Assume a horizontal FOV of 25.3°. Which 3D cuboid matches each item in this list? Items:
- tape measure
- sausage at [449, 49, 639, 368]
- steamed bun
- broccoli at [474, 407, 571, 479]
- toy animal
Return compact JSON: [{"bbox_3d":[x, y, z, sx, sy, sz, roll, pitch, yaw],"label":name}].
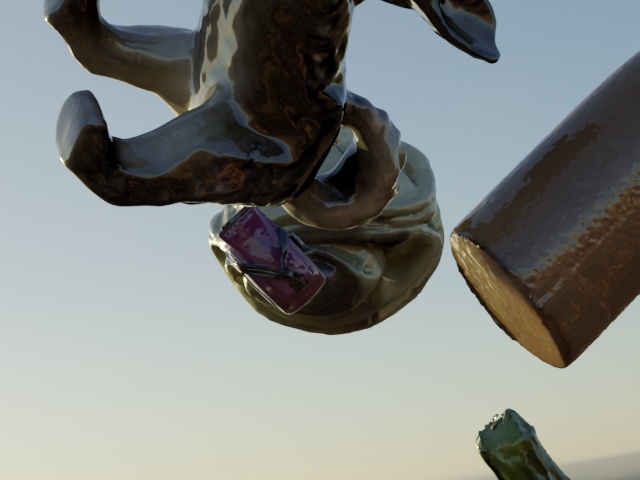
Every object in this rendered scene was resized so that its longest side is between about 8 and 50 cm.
[{"bbox_3d":[-0.051,0.020,1.547,0.074,0.118,0.125,-44,-4,-2],"label":"tape measure"},{"bbox_3d":[0.211,-0.041,0.979,0.253,0.123,0.123,-43,-5,-10],"label":"sausage"},{"bbox_3d":[0.000,0.000,1.964,0.346,0.237,0.394,-23,-49,17],"label":"steamed bun"},{"bbox_3d":[0.250,0.292,1.410,0.145,0.304,0.165,-30,17,23],"label":"broccoli"},{"bbox_3d":[0.006,-0.166,0.968,0.302,0.194,0.344,25,-67,-38],"label":"toy animal"}]
